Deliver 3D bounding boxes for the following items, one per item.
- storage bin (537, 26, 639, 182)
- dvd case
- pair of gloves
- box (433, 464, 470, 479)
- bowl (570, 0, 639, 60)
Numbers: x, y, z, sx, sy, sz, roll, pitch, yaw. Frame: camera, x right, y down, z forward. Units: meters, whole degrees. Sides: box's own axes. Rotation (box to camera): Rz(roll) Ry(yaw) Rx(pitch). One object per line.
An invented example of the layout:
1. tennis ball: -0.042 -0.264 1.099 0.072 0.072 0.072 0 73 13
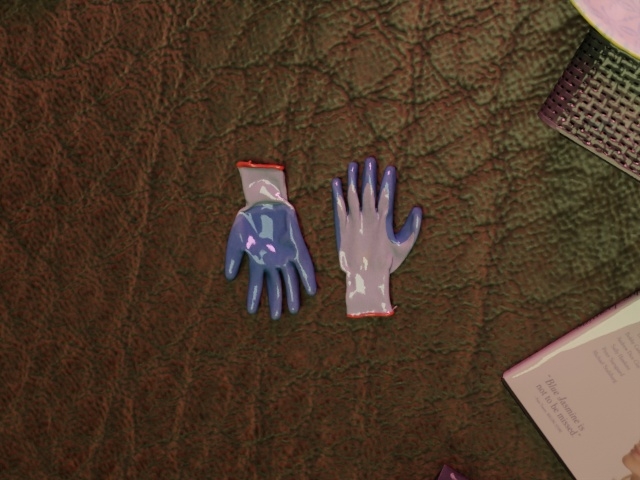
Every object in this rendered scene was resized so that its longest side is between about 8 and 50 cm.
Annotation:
1. storage bin: 0.279 -0.095 0.969 0.180 0.122 0.084 32 110 7
2. dvd case: 0.317 0.132 1.069 0.253 0.022 0.180 -35 92 21
3. pair of gloves: 0.000 0.000 1.129 0.198 0.023 0.159 1 104 17
4. box: 0.062 0.343 1.111 0.059 0.183 0.232 34 109 5
5. bowl: 0.316 -0.272 0.896 0.290 0.156 0.289 4 104 16
